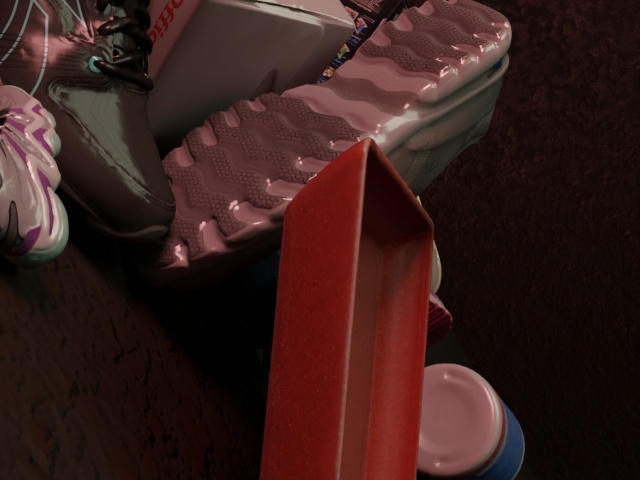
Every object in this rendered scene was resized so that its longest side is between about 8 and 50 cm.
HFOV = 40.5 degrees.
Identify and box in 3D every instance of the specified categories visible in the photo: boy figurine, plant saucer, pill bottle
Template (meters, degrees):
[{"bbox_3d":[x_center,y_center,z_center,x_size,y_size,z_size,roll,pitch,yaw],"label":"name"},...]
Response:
[{"bbox_3d":[-0.058,-0.037,0.678,0.177,0.092,0.285,41,23,-50],"label":"boy figurine"},{"bbox_3d":[0.019,0.096,0.491,0.258,0.047,0.259,30,65,-74],"label":"plant saucer"},{"bbox_3d":[0.167,0.228,0.999,0.221,0.124,0.124,47,16,-57],"label":"pill bottle"}]

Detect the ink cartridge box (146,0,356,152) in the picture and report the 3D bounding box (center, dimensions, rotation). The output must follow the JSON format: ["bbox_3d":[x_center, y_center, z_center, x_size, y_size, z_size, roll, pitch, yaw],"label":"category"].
[{"bbox_3d":[-0.090,-0.161,0.578,0.127,0.128,0.176,-3,53,-46],"label":"ink cartridge box"}]

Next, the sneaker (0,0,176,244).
[{"bbox_3d":[-0.137,-0.126,0.466,0.268,0.106,0.101,62,7,3],"label":"sneaker"}]

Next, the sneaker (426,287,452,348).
[{"bbox_3d":[0.115,0.070,1.296,0.252,0.102,0.111,55,12,-39],"label":"sneaker"}]

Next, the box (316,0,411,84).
[{"bbox_3d":[-0.029,-0.242,0.988,0.220,0.175,0.051,36,-2,28],"label":"box"}]

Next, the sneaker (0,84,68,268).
[{"bbox_3d":[-0.142,-0.041,0.368,0.098,0.038,0.069,65,9,30],"label":"sneaker"}]

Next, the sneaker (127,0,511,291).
[{"bbox_3d":[0.015,-0.040,0.547,0.105,0.281,0.115,44,-22,41],"label":"sneaker"}]

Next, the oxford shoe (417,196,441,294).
[{"bbox_3d":[0.078,-0.100,1.464,0.450,0.169,0.130,68,12,15],"label":"oxford shoe"}]
